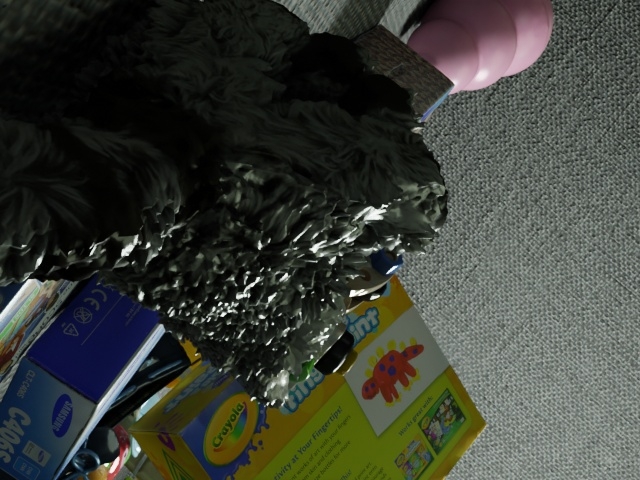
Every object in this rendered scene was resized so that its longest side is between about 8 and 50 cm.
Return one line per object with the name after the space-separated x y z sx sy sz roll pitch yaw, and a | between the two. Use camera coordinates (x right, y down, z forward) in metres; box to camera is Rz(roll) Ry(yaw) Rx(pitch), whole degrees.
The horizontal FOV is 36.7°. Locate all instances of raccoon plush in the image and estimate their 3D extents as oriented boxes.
-0.130 0.010 0.630 0.446 0.216 0.299 -7 142 -41 | raccoon plush

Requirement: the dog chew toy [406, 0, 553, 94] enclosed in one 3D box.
0.268 -0.360 1.704 0.332 0.206 0.207 -38 169 -38 | dog chew toy

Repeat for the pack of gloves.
-0.238 0.208 1.464 0.232 0.046 0.195 107 -2 -46 | pack of gloves

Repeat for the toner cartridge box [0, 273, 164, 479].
-0.178 0.062 0.928 0.165 0.075 0.348 -54 -178 41 | toner cartridge box

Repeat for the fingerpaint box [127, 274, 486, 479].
-0.002 0.283 1.466 0.445 0.371 0.163 -43 -162 -33 | fingerpaint box

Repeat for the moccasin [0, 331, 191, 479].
-0.293 0.231 1.207 0.342 0.117 0.138 -49 176 -26 | moccasin

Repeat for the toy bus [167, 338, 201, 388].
-0.171 0.180 1.683 0.332 0.130 0.108 -37 -177 40 | toy bus

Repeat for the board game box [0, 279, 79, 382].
-0.239 0.065 0.698 0.201 0.035 0.136 -55 178 -19 | board game box

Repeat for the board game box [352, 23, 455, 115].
0.024 -0.126 1.349 0.291 0.141 0.232 -53 176 32 | board game box

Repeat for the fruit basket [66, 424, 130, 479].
-0.347 0.357 1.420 0.353 0.165 0.327 -60 176 -44 | fruit basket

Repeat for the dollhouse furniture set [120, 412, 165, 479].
-0.310 0.372 1.773 0.151 0.197 0.301 -46 174 -43 | dollhouse furniture set

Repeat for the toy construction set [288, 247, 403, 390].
-0.072 0.062 1.167 0.308 0.257 0.237 -19 -148 31 | toy construction set
